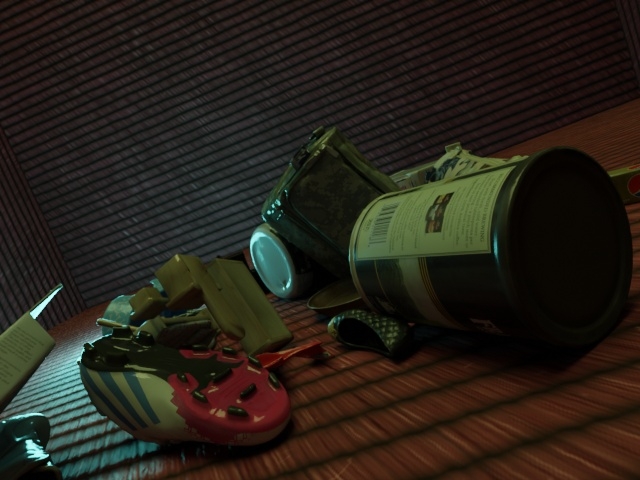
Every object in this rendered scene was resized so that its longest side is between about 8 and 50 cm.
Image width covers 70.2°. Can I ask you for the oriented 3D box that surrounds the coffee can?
[{"bbox_3d":[0.191,0.014,0.572,0.201,0.202,0.275,-25,8,-27],"label":"coffee can"}]

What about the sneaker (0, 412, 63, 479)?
[{"bbox_3d":[-0.387,0.307,0.593,0.121,0.099,0.262,-15,14,-10],"label":"sneaker"}]

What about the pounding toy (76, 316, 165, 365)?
[{"bbox_3d":[-0.441,0.223,1.057,0.269,0.155,0.154,-20,11,20],"label":"pounding toy"}]

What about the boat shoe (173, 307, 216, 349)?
[{"bbox_3d":[-0.299,0.206,1.075,0.095,0.079,0.254,-23,7,-8],"label":"boat shoe"}]

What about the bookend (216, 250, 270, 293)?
[{"bbox_3d":[-0.210,0.091,1.364,0.156,0.157,0.072,-23,8,-10],"label":"bookend"}]

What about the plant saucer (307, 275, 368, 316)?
[{"bbox_3d":[0.072,0.106,0.910,0.198,0.036,0.198,-22,7,3],"label":"plant saucer"}]

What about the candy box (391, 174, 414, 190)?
[{"bbox_3d":[0.287,-0.131,1.524,0.070,0.165,0.196,-21,7,8],"label":"candy box"}]

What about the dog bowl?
[{"bbox_3d":[-0.462,0.208,1.262,0.074,0.166,0.297,-5,12,22],"label":"dog bowl"}]

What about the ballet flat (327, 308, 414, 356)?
[{"bbox_3d":[0.060,0.132,0.654,0.049,0.057,0.173,-23,7,-34],"label":"ballet flat"}]

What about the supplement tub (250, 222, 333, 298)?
[{"bbox_3d":[0.000,0.000,1.226,0.338,0.207,0.207,-26,8,-35],"label":"supplement tub"}]

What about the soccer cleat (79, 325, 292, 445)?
[{"bbox_3d":[-0.180,0.214,0.605,0.331,0.143,0.116,9,22,27],"label":"soccer cleat"}]

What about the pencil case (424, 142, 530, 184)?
[{"bbox_3d":[0.360,-0.113,0.992,0.159,0.184,0.410,-24,13,1],"label":"pencil case"}]

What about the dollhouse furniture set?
[{"bbox_3d":[-0.247,0.207,0.776,0.355,0.174,0.303,-39,-15,8],"label":"dollhouse furniture set"}]

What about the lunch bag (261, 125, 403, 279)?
[{"bbox_3d":[0.052,-0.085,1.004,0.256,0.305,0.213,-35,19,53],"label":"lunch bag"}]

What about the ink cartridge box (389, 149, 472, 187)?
[{"bbox_3d":[0.388,-0.206,1.805,0.279,0.160,0.384,-24,8,-25],"label":"ink cartridge box"}]

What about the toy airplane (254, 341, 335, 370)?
[{"bbox_3d":[-0.053,0.173,0.671,0.151,0.028,0.151,-11,-16,-3],"label":"toy airplane"}]

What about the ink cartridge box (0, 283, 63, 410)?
[{"bbox_3d":[-0.480,0.252,0.589,0.324,0.071,0.330,-43,14,24],"label":"ink cartridge box"}]

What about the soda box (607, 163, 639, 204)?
[{"bbox_3d":[0.626,-0.116,0.832,0.181,0.061,0.058,-15,9,41],"label":"soda box"}]
